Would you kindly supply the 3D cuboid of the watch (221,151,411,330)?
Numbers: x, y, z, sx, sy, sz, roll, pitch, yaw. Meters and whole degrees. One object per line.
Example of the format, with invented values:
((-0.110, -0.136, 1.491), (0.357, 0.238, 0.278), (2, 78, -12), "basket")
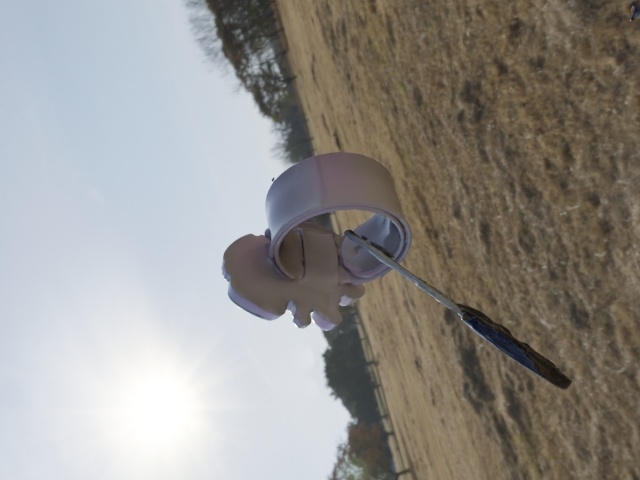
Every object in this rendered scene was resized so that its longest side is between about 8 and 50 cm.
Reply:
((0.000, 0.000, 0.764), (0.231, 0.244, 0.196), (-53, 37, 43), "watch")

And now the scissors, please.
((0.153, 0.073, 0.615), (0.300, 0.022, 0.109), (36, -173, 1), "scissors")

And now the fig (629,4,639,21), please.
((0.515, -0.222, 0.590), (0.186, 0.250, 0.203), (141, 134, -59), "fig")
